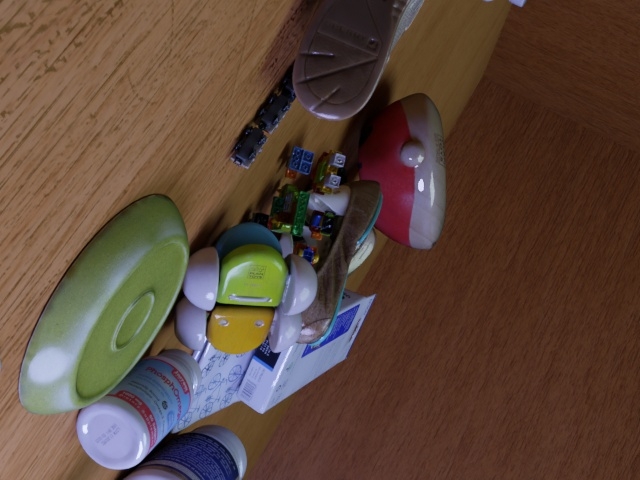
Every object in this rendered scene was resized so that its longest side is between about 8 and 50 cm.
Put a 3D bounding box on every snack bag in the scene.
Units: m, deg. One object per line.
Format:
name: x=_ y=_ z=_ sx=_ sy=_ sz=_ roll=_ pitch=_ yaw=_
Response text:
snack bag: x=-0.096 y=0.141 z=1.315 sx=0.342 sy=0.037 sz=0.323 roll=-16 pitch=135 yaw=-60

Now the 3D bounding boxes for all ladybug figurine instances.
ladybug figurine: x=0.162 y=-0.133 z=1.568 sx=0.449 sy=0.162 sz=0.305 roll=51 pitch=36 yaw=-79

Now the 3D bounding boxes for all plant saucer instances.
plant saucer: x=-0.193 y=0.070 z=0.758 sx=0.241 sy=0.037 sz=0.241 roll=-59 pitch=172 yaw=-15

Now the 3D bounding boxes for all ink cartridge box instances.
ink cartridge box: x=-0.017 y=0.182 z=1.423 sx=0.333 sy=0.065 sz=0.165 roll=-15 pitch=132 yaw=-62

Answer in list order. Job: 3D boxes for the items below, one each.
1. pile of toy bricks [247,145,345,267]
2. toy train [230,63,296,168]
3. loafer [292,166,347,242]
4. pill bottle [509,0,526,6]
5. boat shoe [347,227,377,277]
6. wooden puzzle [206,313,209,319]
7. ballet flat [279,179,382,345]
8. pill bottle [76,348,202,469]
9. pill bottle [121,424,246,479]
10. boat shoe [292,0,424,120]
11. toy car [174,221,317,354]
pile of toy bricks: x=-0.047 y=-0.035 z=1.127 sx=0.105 sy=0.118 sz=0.212 roll=-3 pitch=-108 yaw=68
toy train: x=-0.057 y=-0.144 z=0.906 sx=0.158 sy=0.027 sz=0.036 roll=-58 pitch=-179 yaw=-24
loafer: x=-0.006 y=-0.065 z=1.374 sx=0.170 sy=0.062 sz=0.061 roll=-60 pitch=-166 yaw=20
pill bottle: x=0.233 y=-0.419 z=1.165 sx=0.103 sy=0.184 sz=0.103 roll=-58 pitch=170 yaw=-16
boat shoe: x=-0.028 y=0.071 z=1.538 sx=0.342 sy=0.123 sz=0.123 roll=-49 pitch=139 yaw=-10
wooden puzzle: x=-0.162 y=0.098 z=1.119 sx=0.049 sy=0.006 sz=0.083 roll=-47 pitch=163 yaw=-58
ballet flat: x=0.000 y=0.000 z=1.223 sx=0.116 sy=0.124 sz=0.342 roll=-25 pitch=-147 yaw=48
pill bottle: x=-0.202 y=0.188 z=0.910 sx=0.087 sy=0.087 sz=0.160 roll=-65 pitch=171 yaw=24
pill bottle: x=-0.218 y=0.398 z=1.266 sx=0.153 sy=0.153 sz=0.265 roll=-63 pitch=171 yaw=11
boat shoe: x=0.063 y=-0.293 z=0.863 sx=0.341 sy=0.122 sz=0.110 roll=-61 pitch=-175 yaw=6
toy car: x=-0.098 y=0.054 z=0.986 sx=0.136 sy=0.159 sz=0.182 roll=-101 pitch=-158 yaw=-43
